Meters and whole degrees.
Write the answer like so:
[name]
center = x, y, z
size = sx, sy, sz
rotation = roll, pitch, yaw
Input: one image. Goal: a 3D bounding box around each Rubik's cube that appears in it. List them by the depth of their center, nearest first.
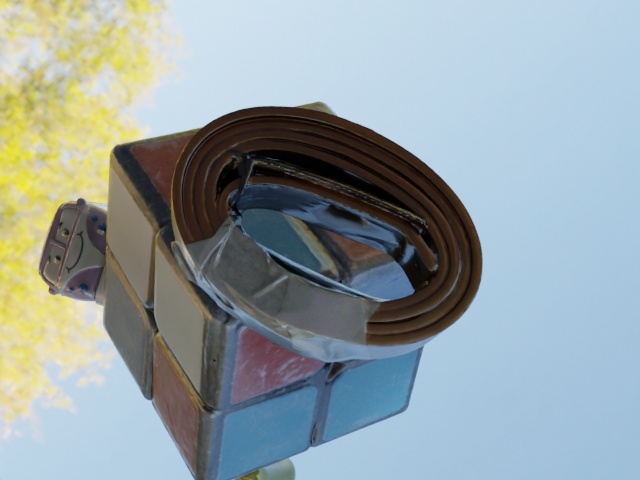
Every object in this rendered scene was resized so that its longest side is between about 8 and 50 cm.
[Rubik's cube]
center = -0.067, 0.058, 1.432
size = 0.318, 0.316, 0.313
rotation = -17, -132, -26

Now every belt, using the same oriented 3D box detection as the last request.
[belt]
center = 0.000, 0.000, 0.958
size = 0.105, 0.261, 0.184
rotation = 124, -14, -79

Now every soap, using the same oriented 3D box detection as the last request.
[soap]
center = -0.089, 0.305, 1.586
size = 0.089, 0.140, 0.045
rotation = 36, -82, 26

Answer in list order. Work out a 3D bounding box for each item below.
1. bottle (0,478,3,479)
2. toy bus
[bottle]
center = -0.455, 0.405, 1.693
size = 0.099, 0.152, 0.099
rotation = -58, 174, -10
[toy bus]
center = -0.313, 0.019, 1.688
size = 0.202, 0.142, 0.142
rotation = 0, 111, -82
